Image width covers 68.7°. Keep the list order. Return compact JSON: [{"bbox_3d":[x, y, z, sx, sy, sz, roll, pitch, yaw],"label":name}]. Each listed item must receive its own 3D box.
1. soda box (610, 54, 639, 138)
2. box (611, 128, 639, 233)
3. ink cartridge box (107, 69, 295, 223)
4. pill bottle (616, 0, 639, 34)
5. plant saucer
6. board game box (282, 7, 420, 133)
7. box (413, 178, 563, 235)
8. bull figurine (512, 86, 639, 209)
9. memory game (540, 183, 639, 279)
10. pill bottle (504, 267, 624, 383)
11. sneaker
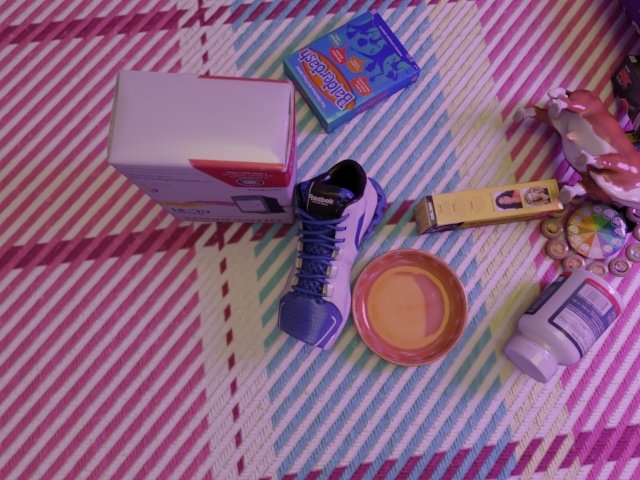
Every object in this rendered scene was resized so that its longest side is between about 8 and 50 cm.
[{"bbox_3d":[0.601,-0.265,0.865,0.053,0.060,0.168,2,58,-1],"label":"soda box"},{"bbox_3d":[0.627,-0.122,0.868,0.191,0.045,0.184,-14,76,-3],"label":"box"},{"bbox_3d":[-0.148,-0.119,0.713,0.226,0.306,0.131,2,78,-1],"label":"ink cartridge box"},{"bbox_3d":[0.671,-0.420,0.835,0.182,0.181,0.322,-12,66,-4],"label":"pill bottle"},{"bbox_3d":[0.151,0.114,0.809,0.200,0.037,0.199,0,77,-2],"label":"plant saucer"},{"bbox_3d":[0.058,-0.325,0.894,0.210,0.047,0.160,-33,81,-7],"label":"board game box"},{"bbox_3d":[0.289,-0.057,0.825,0.232,0.087,0.058,-8,80,-4],"label":"box"},{"bbox_3d":[0.469,-0.143,0.793,0.189,0.101,0.310,-1,54,-25],"label":"bull figurine"},{"bbox_3d":[0.493,-0.019,0.835,0.186,0.012,0.186,-2,82,13],"label":"memory game"},{"bbox_3d":[0.395,0.142,0.773,0.180,0.108,0.108,-43,82,-9],"label":"pill bottle"},{"bbox_3d":[0.001,-0.001,0.743,0.128,0.182,0.315,16,74,23],"label":"sneaker"}]
